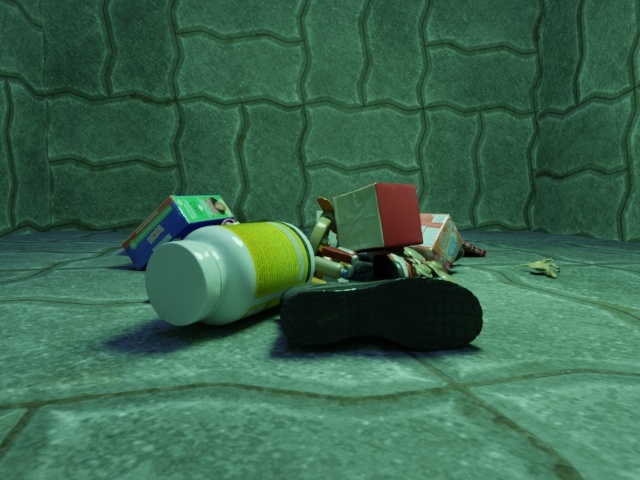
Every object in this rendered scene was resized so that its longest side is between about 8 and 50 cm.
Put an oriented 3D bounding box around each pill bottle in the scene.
[{"bbox_3d":[-0.166,0.060,0.835,0.187,0.188,0.334,3,5,27],"label":"pill bottle"}]

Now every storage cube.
[{"bbox_3d":[0.174,-0.065,1.281,0.193,0.215,0.183,-5,-5,-42],"label":"storage cube"}]

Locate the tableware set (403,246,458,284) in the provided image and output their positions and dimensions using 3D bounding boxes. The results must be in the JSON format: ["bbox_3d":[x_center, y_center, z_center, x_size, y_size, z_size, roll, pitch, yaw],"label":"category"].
[{"bbox_3d":[0.308,0.077,1.176,0.168,0.020,0.141,25,19,-18],"label":"tableware set"}]

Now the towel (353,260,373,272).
[{"bbox_3d":[0.134,0.089,1.448,0.110,0.027,0.148,3,6,38],"label":"towel"}]

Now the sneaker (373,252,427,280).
[{"bbox_3d":[0.251,0.078,1.216,0.144,0.090,0.270,-3,3,-6],"label":"sneaker"}]

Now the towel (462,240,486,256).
[{"bbox_3d":[0.581,0.006,1.863,0.274,0.031,0.199,23,-6,-25],"label":"towel"}]

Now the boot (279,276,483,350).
[{"bbox_3d":[0.092,0.111,0.754,0.338,0.118,0.223,5,0,-2],"label":"boot"}]

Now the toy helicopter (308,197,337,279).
[{"bbox_3d":[0.000,0.000,1.368,0.140,0.235,0.355,20,-4,6],"label":"toy helicopter"}]

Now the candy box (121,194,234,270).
[{"bbox_3d":[-0.501,-0.040,1.503,0.268,0.122,0.317,-38,-2,16],"label":"candy box"}]

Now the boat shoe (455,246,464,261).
[{"bbox_3d":[0.449,0.064,1.507,0.223,0.080,0.073,-9,15,-31],"label":"boat shoe"}]

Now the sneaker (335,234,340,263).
[{"bbox_3d":[0.096,0.029,1.498,0.077,0.178,0.072,29,52,26],"label":"sneaker"}]

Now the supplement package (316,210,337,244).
[{"bbox_3d":[0.085,-0.046,2.007,0.203,0.194,0.149,1,6,4],"label":"supplement package"}]

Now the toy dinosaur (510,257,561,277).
[{"bbox_3d":[0.732,0.085,1.397,0.092,0.053,0.183,-2,6,-15],"label":"toy dinosaur"}]

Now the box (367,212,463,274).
[{"bbox_3d":[0.306,0.007,1.431,0.299,0.154,0.142,5,-37,46],"label":"box"}]

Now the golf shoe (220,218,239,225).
[{"bbox_3d":[-0.336,-0.013,1.579,0.115,0.140,0.306,-3,5,-20],"label":"golf shoe"}]

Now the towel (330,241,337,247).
[{"bbox_3d":[0.131,0.012,1.724,0.370,0.040,0.271,-16,7,-6],"label":"towel"}]

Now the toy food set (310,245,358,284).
[{"bbox_3d":[0.054,0.080,1.105,0.104,0.111,0.232,17,12,29],"label":"toy food set"}]
